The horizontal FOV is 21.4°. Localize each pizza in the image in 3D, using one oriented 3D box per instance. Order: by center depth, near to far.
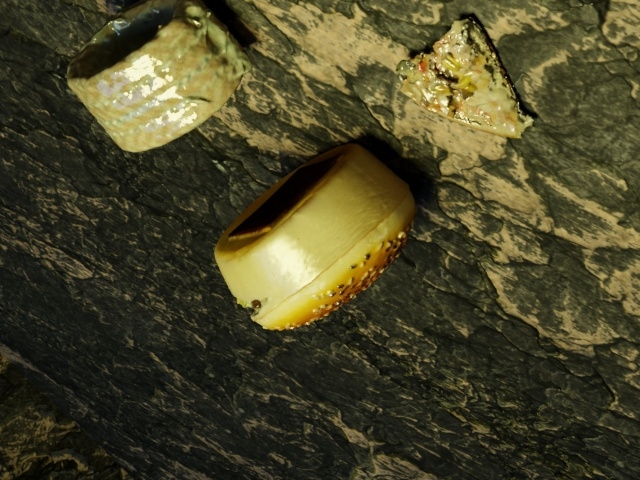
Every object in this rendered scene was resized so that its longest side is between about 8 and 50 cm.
[{"bbox_3d":[0.172,-0.198,2.055,0.185,0.052,0.195,21,152,16],"label":"pizza"}]

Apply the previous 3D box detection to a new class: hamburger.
[{"bbox_3d":[0.000,0.000,2.345,0.176,0.300,0.300,53,151,-11],"label":"hamburger"}]

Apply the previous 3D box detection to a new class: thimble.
[{"bbox_3d":[-0.222,-0.230,2.273,0.229,0.196,0.148,-2,137,52],"label":"thimble"}]
